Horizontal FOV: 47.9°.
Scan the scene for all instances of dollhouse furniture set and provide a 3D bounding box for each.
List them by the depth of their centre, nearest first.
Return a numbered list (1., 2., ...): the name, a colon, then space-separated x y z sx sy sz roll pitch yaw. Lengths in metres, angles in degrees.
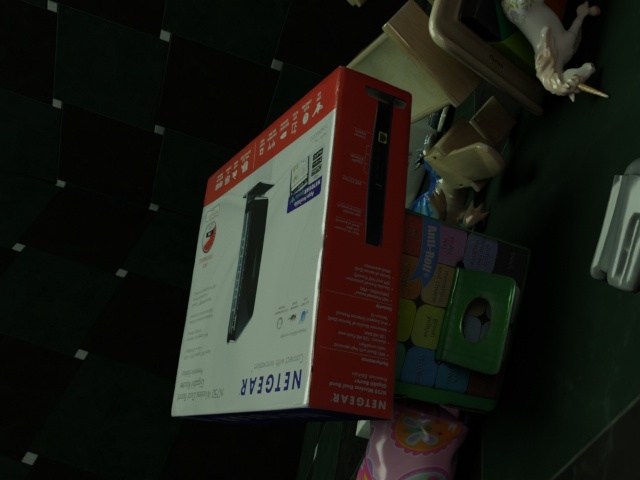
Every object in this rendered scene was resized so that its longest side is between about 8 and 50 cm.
1. dollhouse furniture set: 0.211 -0.289 0.857 0.355 0.303 0.174 -47 10 -12

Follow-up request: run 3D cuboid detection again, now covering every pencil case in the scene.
1. pencil case: 0.084 0.311 0.792 0.124 0.124 0.284 118 166 -82

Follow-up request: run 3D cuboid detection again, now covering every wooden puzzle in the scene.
1. wooden puzzle: 0.208 -0.275 0.749 0.044 0.220 0.239 8 84 44

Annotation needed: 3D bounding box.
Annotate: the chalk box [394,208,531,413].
1. chalk box: 0.088 0.067 0.762 0.289 0.179 0.180 5 80 65

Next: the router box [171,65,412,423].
1. router box: -0.041 0.031 0.742 0.335 0.082 0.301 -26 54 57

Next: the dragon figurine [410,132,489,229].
1. dragon figurine: 0.175 -0.041 1.017 0.144 0.085 0.289 106 173 -65

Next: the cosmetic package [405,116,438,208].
1. cosmetic package: 0.175 -0.274 1.670 0.385 0.156 0.217 -80 3 -54

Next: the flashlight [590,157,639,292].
1. flashlight: 0.211 -0.117 0.358 0.103 0.103 0.304 -102 27 -83

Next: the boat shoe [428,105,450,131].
1. boat shoe: 0.233 -0.322 1.477 0.095 0.079 0.255 107 176 -54

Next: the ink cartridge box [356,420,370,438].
1. ink cartridge box: 0.114 0.215 1.131 0.127 0.072 0.175 108 176 -55

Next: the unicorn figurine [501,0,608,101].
1. unicorn figurine: 0.224 -0.204 0.694 0.111 0.162 0.060 -44 -7 -26
